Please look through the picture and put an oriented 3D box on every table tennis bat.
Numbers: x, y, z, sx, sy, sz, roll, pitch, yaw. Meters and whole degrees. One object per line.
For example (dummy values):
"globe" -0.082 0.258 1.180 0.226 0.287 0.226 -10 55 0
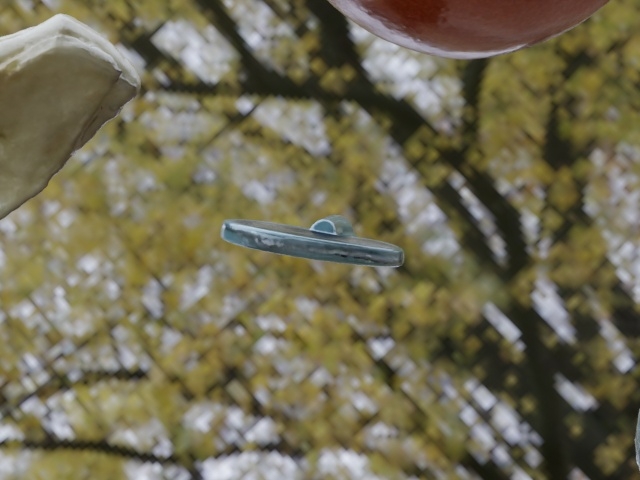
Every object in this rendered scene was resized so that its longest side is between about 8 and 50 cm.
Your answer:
"table tennis bat" 0.000 0.000 1.636 0.237 0.149 0.038 -12 -70 -82

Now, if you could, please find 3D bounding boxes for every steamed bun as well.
"steamed bun" -0.409 -0.115 1.863 0.428 0.189 0.247 -38 -45 9

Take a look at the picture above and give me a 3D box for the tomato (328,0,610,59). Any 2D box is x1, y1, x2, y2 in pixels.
"tomato" 0.112 -0.295 1.579 0.321 0.321 0.321 -34 -26 -20

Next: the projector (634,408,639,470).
"projector" 0.313 0.125 1.000 0.108 0.337 0.108 -7 -78 -36
